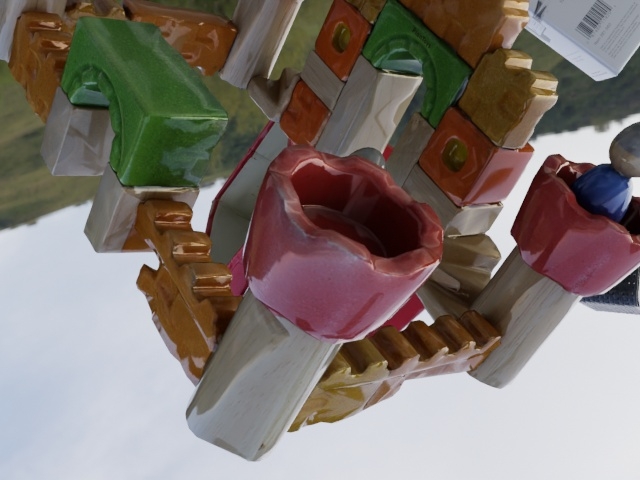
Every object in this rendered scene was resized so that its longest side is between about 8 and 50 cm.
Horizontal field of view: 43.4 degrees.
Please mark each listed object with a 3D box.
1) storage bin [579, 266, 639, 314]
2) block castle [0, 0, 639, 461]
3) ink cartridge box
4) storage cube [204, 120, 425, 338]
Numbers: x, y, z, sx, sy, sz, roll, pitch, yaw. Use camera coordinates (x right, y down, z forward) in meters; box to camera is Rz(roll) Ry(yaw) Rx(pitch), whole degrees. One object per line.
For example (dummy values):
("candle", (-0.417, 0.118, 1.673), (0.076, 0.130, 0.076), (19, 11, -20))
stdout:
("storage bin", (0.435, 0.040, 1.171), (0.084, 0.122, 0.180), (3, 172, 30))
("block castle", (-0.015, -0.107, 0.542), (0.303, 0.213, 0.453), (-3, -137, -41))
("ink cartridge box", (0.330, -0.336, 1.037), (0.160, 0.219, 0.092), (-54, -177, 5))
("storage cube", (0.000, 0.000, 0.834), (0.184, 0.193, 0.215), (-50, -155, 33))
